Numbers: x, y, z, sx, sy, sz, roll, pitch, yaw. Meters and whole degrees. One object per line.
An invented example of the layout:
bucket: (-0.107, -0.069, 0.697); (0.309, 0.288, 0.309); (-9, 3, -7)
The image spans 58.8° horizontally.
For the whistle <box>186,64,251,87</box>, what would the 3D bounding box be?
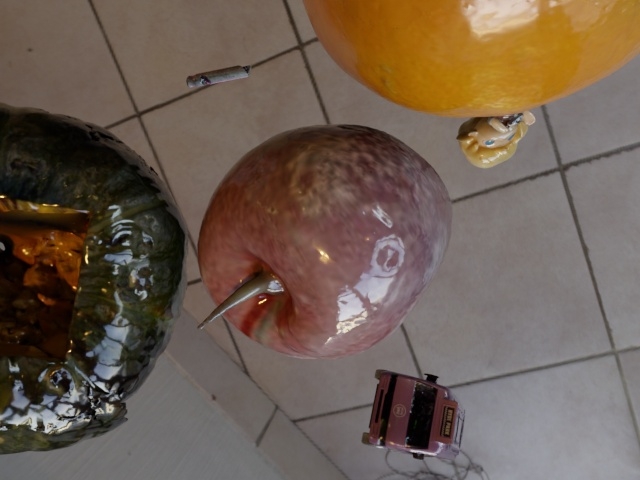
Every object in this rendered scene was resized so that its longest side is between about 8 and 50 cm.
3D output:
whistle: (-0.256, -0.414, 1.429); (0.177, 0.033, 0.033); (-6, 103, 18)

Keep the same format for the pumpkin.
pumpkin: (-0.277, 0.031, 0.512); (0.321, 0.192, 0.320); (1, 84, -15)

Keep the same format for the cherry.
cherry: (0.000, 0.000, 0.529); (0.236, 0.285, 0.212); (1, 115, 51)

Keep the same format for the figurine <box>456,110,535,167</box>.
figurine: (0.325, -0.210, 1.024); (0.114, 0.196, 0.108); (-39, 81, -19)

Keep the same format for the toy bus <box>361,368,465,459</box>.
toy bus: (0.115, 0.204, 0.653); (0.098, 0.178, 0.086); (7, 71, 23)

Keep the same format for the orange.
orange: (0.121, -0.245, 0.413); (0.312, 0.312, 0.312); (4, 106, 13)
